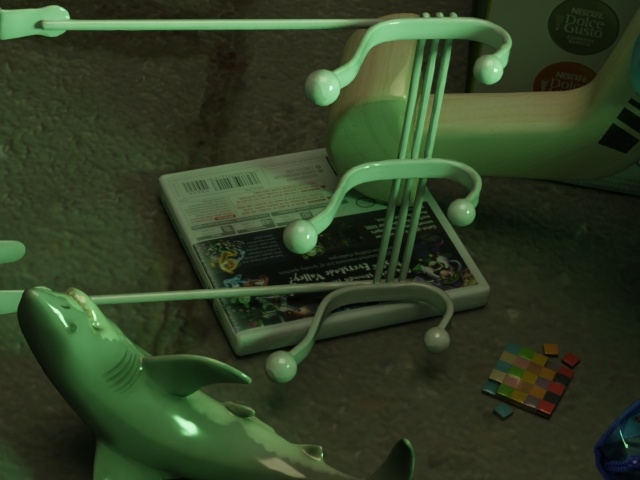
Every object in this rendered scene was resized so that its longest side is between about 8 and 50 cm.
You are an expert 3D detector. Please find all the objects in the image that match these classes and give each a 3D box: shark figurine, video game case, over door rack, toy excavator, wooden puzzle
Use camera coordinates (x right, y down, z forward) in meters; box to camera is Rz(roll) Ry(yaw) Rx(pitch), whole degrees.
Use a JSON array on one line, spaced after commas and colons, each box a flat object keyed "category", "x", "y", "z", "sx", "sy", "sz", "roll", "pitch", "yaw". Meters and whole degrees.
[{"category": "shark figurine", "x": -0.077, "y": 0.139, "z": 1.186, "sx": 0.278, "sy": 0.166, "sz": 0.116, "roll": 29, "pitch": 70, "yaw": -3}, {"category": "video game case", "x": 0.000, "y": 0.000, "z": 1.378, "sx": 0.190, "sy": 0.022, "sz": 0.173, "roll": -10, "pitch": 45, "yaw": -20}, {"category": "over door rack", "x": -0.057, "y": -0.032, "z": 1.213, "sx": 0.324, "sy": 0.239, "sz": 0.108, "roll": 5, "pitch": 37, "yaw": -6}, {"category": "toy excavator", "x": 0.258, "y": -0.116, "z": 1.255, "sx": 0.433, "sy": 0.445, "sz": 0.222, "roll": 17, "pitch": 54, "yaw": -9}, {"category": "wooden puzzle", "x": 0.141, "y": 0.094, "z": 1.310, "sx": 0.049, "sy": 0.006, "sz": 0.083, "roll": 22, "pitch": 44, "yaw": 14}]

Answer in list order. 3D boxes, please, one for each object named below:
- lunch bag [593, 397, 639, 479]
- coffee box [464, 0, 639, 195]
[{"category": "lunch bag", "x": 0.310, "y": 0.076, "z": 1.143, "sx": 0.221, "sy": 0.293, "sz": 0.138, "roll": -8, "pitch": 77, "yaw": -54}, {"category": "coffee box", "x": 0.301, "y": -0.258, "z": 1.472, "sx": 0.338, "sy": 0.334, "sz": 0.338, "roll": 9, "pitch": 43, "yaw": 1}]
